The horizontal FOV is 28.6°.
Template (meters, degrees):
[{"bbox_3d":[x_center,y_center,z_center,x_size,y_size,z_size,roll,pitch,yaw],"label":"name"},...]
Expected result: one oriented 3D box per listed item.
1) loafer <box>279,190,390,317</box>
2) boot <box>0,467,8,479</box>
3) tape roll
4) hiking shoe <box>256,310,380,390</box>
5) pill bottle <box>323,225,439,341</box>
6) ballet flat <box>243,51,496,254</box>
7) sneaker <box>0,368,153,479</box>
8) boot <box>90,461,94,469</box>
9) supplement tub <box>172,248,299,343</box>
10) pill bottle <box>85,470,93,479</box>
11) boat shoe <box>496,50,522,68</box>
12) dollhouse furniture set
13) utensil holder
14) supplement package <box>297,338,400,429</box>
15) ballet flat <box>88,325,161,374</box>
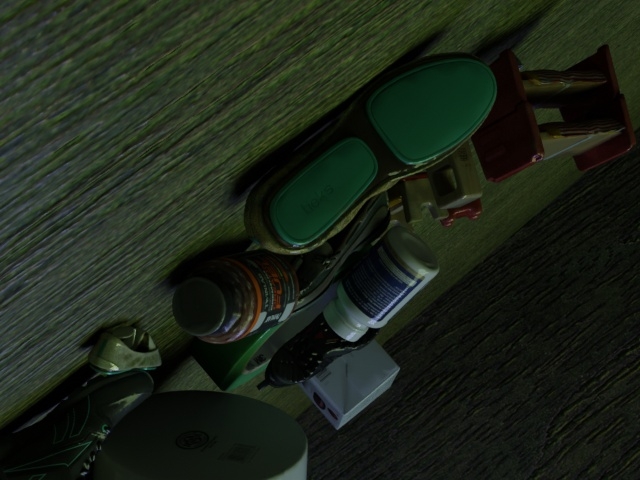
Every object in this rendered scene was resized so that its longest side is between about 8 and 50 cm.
[{"bbox_3d":[0.000,0.000,1.741,0.267,0.096,0.084,-43,152,-33],"label":"loafer"},{"bbox_3d":[-0.491,0.298,0.952,0.445,0.146,0.367,-46,159,3],"label":"boot"},{"bbox_3d":[-0.053,0.099,1.928,0.321,0.077,0.321,-40,169,-10],"label":"tape roll"},{"bbox_3d":[-0.005,0.161,1.970,0.227,0.086,0.114,-26,176,-37],"label":"hiking shoe"},{"bbox_3d":[0.083,0.067,1.819,0.169,0.094,0.094,-46,169,22],"label":"pill bottle"},{"bbox_3d":[0.050,-0.104,1.436,0.348,0.123,0.123,-38,169,-21],"label":"ballet flat"},{"bbox_3d":[-0.306,0.253,1.515,0.267,0.106,0.101,-33,166,-19],"label":"sneaker"},{"bbox_3d":[-0.306,0.313,1.968,0.121,0.045,0.099,-39,169,26],"label":"boot"},{"bbox_3d":[-0.106,0.069,1.539,0.106,0.106,0.198,-45,169,18],"label":"supplement tub"},{"bbox_3d":[-0.351,0.490,2.076,0.361,0.204,0.204,-39,169,-10],"label":"pill bottle"},{"bbox_3d":[0.248,-0.227,1.800,0.100,0.035,0.035,-41,170,-6],"label":"boat shoe"},{"bbox_3d":[0.238,-0.135,1.806,0.201,0.152,0.374,-8,167,-37],"label":"dollhouse furniture set"},{"bbox_3d":[-0.184,0.454,1.838,0.327,0.327,0.385,-25,124,-56],"label":"utensil holder"},{"bbox_3d":[0.033,0.246,2.496,0.149,0.194,0.203,-39,168,-12],"label":"supplement package"},{"bbox_3d":[-0.225,0.129,1.506,0.168,0.057,0.052,6,103,-79],"label":"ballet flat"}]
